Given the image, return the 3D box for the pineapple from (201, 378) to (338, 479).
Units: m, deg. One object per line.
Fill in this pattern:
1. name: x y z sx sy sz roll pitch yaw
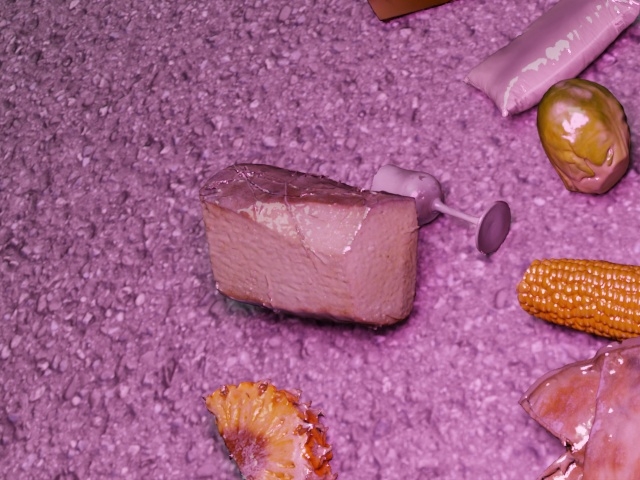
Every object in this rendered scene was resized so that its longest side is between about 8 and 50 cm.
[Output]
1. pineapple: -0.049 0.252 1.666 0.135 0.079 0.233 -43 53 6

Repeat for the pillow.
1. pillow: 0.326 -0.276 1.838 0.254 0.078 0.144 -39 37 -2

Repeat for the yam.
1. yam: 0.003 0.001 1.738 0.271 0.203 0.201 15 30 41

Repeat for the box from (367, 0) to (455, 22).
1. box: 0.241 -0.582 2.071 0.373 0.138 0.420 -13 53 21

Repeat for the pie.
1. pie: 0.329 0.252 1.418 0.337 0.075 0.338 -30 43 33

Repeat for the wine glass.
1. wine glass: 0.159 -0.046 1.761 0.195 0.079 0.079 24 71 38

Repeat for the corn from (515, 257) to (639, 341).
1. corn: 0.386 0.079 1.530 0.310 0.101 0.101 8 62 37

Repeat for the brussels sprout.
1. brussels sprout: 0.345 -0.141 1.686 0.117 0.155 0.155 -37 47 -1
